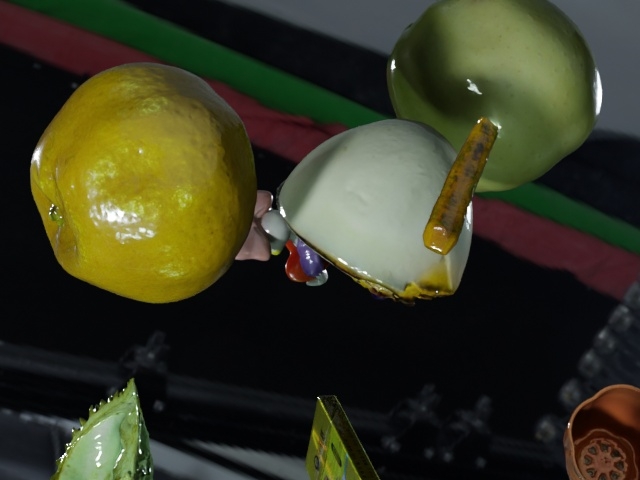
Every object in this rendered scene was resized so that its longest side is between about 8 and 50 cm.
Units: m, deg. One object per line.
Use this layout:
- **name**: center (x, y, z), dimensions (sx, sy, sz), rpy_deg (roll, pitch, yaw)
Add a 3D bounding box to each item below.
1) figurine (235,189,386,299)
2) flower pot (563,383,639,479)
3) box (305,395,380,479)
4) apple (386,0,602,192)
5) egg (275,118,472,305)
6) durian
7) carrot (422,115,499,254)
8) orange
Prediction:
- **figurine**: center (0.002, 0.002, 2.015), dimensions (0.421, 0.193, 0.154), rpy_deg (7, -111, -26)
- **flower pot**: center (0.475, 0.344, 1.750), dimensions (0.191, 0.173, 0.190), rpy_deg (-1, -114, 2)
- **box**: center (0.028, 0.307, 1.425), dimensions (0.030, 0.121, 0.193), rpy_deg (0, -152, -21)
- **apple**: center (0.283, -0.261, 1.818), dimensions (0.357, 0.357, 0.357), rpy_deg (20, -153, -11)
- **egg**: center (0.089, -0.057, 1.393), dimensions (0.264, 0.174, 0.286), rpy_deg (30, -154, 3)
- **durian**: center (-0.276, 0.405, 1.557), dimensions (0.163, 0.198, 0.394), rpy_deg (26, -133, -40)
- **carrot**: center (0.164, -0.064, 1.255), dimensions (0.042, 0.170, 0.042), rpy_deg (24, 168, 5)
- **orange**: center (-0.203, -0.062, 1.243), dimensions (0.235, 0.279, 0.279), rpy_deg (-9, -139, -27)
